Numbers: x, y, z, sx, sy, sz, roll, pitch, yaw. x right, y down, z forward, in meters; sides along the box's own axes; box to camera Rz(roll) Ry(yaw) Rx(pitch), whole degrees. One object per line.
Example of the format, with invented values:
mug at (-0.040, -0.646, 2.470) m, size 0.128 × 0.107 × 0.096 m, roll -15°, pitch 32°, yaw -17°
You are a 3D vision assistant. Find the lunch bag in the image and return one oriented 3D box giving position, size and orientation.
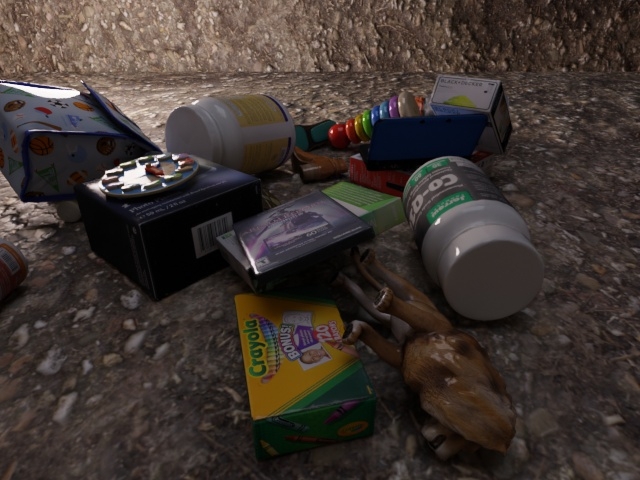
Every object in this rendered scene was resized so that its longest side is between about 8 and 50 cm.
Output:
lunch bag at (-0.657, -0.281, 1.284) m, size 0.385 × 0.239 × 0.328 m, roll -10°, pitch 42°, yaw -47°

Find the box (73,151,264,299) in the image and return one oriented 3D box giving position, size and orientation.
box at (-0.332, -0.056, 1.053) m, size 0.294 × 0.182 × 0.296 m, roll 22°, pitch 37°, yaw 37°

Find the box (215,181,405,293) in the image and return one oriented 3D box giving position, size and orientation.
box at (-0.028, -0.021, 0.932) m, size 0.322 × 0.058 × 0.232 m, roll -27°, pitch 24°, yaw -17°

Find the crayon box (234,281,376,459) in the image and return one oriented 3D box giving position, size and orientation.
crayon box at (-0.038, 0.181, 0.726) m, size 0.165 × 0.081 × 0.278 m, roll -7°, pitch 30°, yaw -12°

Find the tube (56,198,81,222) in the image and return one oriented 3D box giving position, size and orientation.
tube at (-0.663, -0.126, 1.309) m, size 0.070 × 0.062 × 0.240 m, roll 38°, pitch 16°, yaw -21°

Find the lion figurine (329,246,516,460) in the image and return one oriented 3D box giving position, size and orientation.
lion figurine at (0.149, 0.139, 0.733) m, size 0.240 × 0.142 × 0.392 m, roll 32°, pitch 20°, yaw -12°

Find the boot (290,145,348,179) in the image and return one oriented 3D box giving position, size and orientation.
boot at (-0.009, -0.252, 1.502) m, size 0.152 × 0.073 × 0.197 m, roll -11°, pitch 42°, yaw -16°

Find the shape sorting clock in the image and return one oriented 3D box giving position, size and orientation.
shape sorting clock at (-0.358, -0.142, 0.981) m, size 0.206 × 0.040 × 0.206 m, roll -2°, pitch 30°, yaw 1°

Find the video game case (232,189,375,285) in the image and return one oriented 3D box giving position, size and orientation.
video game case at (-0.046, -0.018, 0.835) m, size 0.196 × 0.026 × 0.274 m, roll -23°, pitch 24°, yaw -10°

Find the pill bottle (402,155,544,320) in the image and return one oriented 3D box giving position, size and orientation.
pill bottle at (0.292, -0.018, 0.945) m, size 0.204 × 0.204 × 0.361 m, roll -1°, pitch 29°, yaw 0°

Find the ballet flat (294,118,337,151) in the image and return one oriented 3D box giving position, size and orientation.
ballet flat at (-0.070, -0.369, 1.697) m, size 0.316 × 0.107 × 0.106 m, roll -21°, pitch 15°, yaw -40°

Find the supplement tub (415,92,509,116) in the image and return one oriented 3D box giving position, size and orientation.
supplement tub at (0.491, -0.430, 1.674) m, size 0.316 × 0.193 × 0.193 m, roll 3°, pitch 30°, yaw 9°

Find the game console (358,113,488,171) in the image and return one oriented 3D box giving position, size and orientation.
game console at (0.266, -0.290, 1.287) m, size 0.293 × 0.173 × 0.250 m, roll -3°, pitch 30°, yaw -4°

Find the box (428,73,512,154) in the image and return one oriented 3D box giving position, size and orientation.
box at (0.425, -0.345, 1.305) m, size 0.169 × 0.087 × 0.290 m, roll 19°, pitch -3°, yaw 29°

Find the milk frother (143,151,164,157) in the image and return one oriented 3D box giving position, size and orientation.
milk frother at (-0.423, -0.166, 1.291) m, size 0.129 × 0.135 × 0.143 m, roll 34°, pitch 37°, yaw -2°

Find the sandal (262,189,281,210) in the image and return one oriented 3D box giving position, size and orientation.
sandal at (-0.195, -0.101, 1.253) m, size 0.180 × 0.049 × 0.072 m, roll 2°, pitch 52°, yaw -19°

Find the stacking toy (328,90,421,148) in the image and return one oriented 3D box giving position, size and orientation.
stacking toy at (0.175, -0.396, 1.633) m, size 0.330 × 0.141 × 0.141 m, roll -14°, pitch 21°, yaw 31°

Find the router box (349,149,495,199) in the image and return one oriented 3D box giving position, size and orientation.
router box at (0.309, -0.224, 1.427) m, size 0.301 × 0.082 × 0.335 m, roll 26°, pitch 39°, yaw 38°

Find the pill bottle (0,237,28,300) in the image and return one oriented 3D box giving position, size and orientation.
pill bottle at (-0.662, 0.091, 0.862) m, size 0.121 × 0.121 × 0.216 m, roll 3°, pitch 30°, yaw 7°

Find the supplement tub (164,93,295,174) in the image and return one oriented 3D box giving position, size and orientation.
supplement tub at (-0.261, -0.305, 1.391) m, size 0.241 × 0.241 × 0.331 m, roll 20°, pitch 28°, yaw 32°
